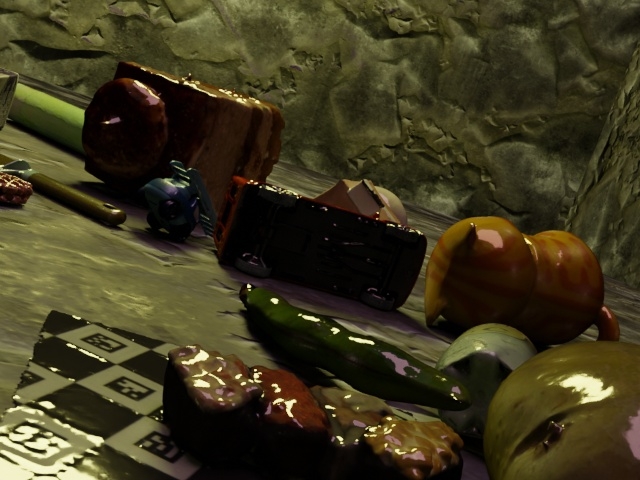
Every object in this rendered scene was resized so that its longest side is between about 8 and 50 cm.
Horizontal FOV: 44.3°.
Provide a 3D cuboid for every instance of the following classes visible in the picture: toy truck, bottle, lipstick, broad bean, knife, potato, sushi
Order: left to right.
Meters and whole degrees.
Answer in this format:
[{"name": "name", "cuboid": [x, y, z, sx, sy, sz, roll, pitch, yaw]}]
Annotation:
[{"name": "knife", "cuboid": [-0.377, -0.089, 0.962, 0.343, 0.027, 0.061, 24, 13, 25]}, {"name": "lipstick", "cuboid": [-0.445, -0.203, 1.378, 0.304, 0.076, 0.076, 24, 9, 31]}, {"name": "toy truck", "cuboid": [-0.169, -0.029, 0.970, 0.063, 0.074, 0.136, 27, -30, 30]}, {"name": "sushi", "cuboid": [-0.033, 0.099, 0.475, 0.290, 0.050, 0.264, 17, 9, -13]}, {"name": "toy truck", "cuboid": [0.000, 0.000, 0.976, 0.253, 0.107, 0.114, 16, 10, -22]}, {"name": "broad bean", "cuboid": [0.002, 0.082, 0.641, 0.060, 0.043, 0.298, 13, 4, -42]}, {"name": "bottle", "cuboid": [0.156, 0.113, 0.706, 0.083, 0.083, 0.270, 22, 7, 15]}, {"name": "potato", "cuboid": [0.163, 0.132, 0.421, 0.137, 0.154, 0.200, -17, 10, 13]}]

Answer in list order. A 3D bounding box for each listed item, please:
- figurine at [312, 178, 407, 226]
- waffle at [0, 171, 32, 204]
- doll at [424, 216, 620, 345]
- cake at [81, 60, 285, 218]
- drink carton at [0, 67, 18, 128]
[{"name": "figurine", "cuboid": [0.066, -0.026, 1.286, 0.162, 0.141, 0.237, 52, 15, 13]}, {"name": "waffle", "cuboid": [-0.350, -0.060, 0.840, 0.075, 0.029, 0.083, 25, 8, 31]}, {"name": "doll", "cuboid": [0.256, 0.056, 1.047, 0.270, 0.166, 0.162, 13, 9, -23]}, {"name": "cake", "cuboid": [-0.203, -0.148, 1.152, 0.199, 0.196, 0.293, 24, 8, 17]}, {"name": "drink carton", "cuboid": [-0.558, -0.229, 1.195, 0.134, 0.101, 0.222, 20, 8, -13]}]
